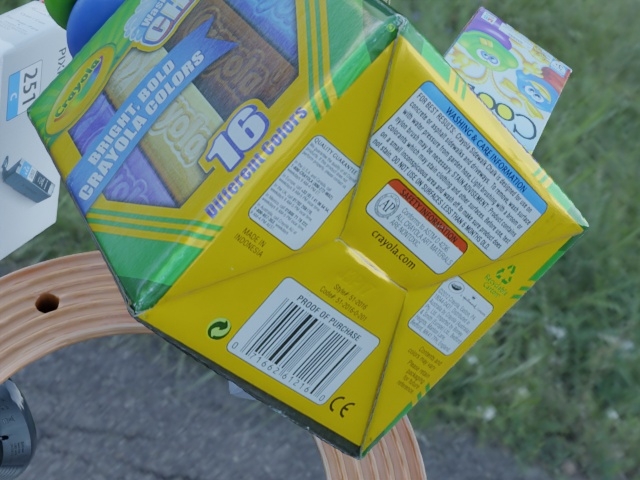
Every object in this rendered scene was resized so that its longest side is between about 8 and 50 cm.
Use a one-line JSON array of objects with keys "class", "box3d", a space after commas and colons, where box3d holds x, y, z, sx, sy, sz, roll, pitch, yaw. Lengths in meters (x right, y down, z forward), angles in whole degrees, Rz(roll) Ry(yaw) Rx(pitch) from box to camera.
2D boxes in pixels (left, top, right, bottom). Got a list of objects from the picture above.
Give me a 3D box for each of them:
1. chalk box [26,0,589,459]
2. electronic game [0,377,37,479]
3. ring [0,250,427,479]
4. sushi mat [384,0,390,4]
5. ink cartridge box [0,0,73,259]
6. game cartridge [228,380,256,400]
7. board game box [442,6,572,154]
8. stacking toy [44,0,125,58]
[{"class": "chalk box", "box3d": [-0.020, -0.042, 0.486, 0.132, 0.132, 0.213, 38, 9, -39]}, {"class": "electronic game", "box3d": [-0.383, 0.157, 1.172, 0.229, 0.229, 0.048, 41, 43, -5]}, {"class": "ring", "box3d": [-0.104, 0.150, 0.662, 0.337, 0.032, 0.336, 4, 54, -5]}, {"class": "sushi mat", "box3d": [0.024, -0.404, 1.325, 0.151, 0.316, 0.019, 21, 46, 15]}, {"class": "ink cartridge box", "box3d": [-0.340, -0.150, 1.434, 0.066, 0.296, 0.261, 25, 36, 14]}, {"class": "game cartridge", "box3d": [0.000, 0.000, 0.937, 0.060, 0.294, 0.196, 14, 51, -24]}, {"class": "board game box", "box3d": [0.172, -0.135, 1.381, 0.142, 0.144, 0.275, 35, 39, -1]}, {"class": "stacking toy", "box3d": [-0.134, -0.184, 0.781, 0.141, 0.141, 0.330, -19, 70, -47]}]
